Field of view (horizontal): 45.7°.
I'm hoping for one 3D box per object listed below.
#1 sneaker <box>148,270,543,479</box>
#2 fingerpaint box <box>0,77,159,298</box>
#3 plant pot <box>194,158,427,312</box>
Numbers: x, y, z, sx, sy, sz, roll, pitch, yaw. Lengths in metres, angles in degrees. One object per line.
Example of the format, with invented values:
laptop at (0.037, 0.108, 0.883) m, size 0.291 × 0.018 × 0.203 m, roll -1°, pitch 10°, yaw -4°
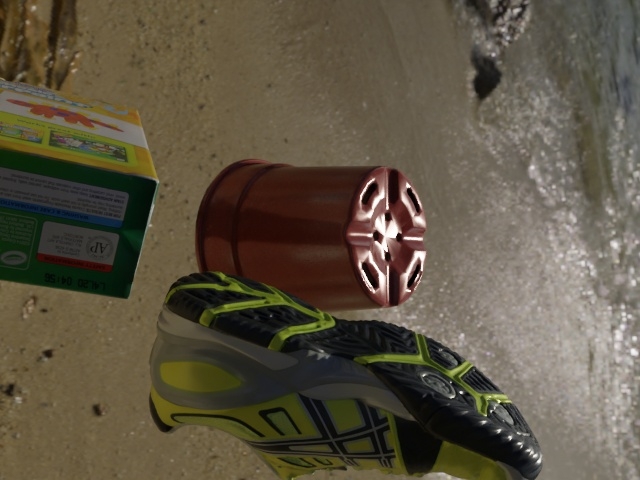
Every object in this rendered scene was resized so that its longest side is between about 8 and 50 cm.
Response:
sneaker at (0.023, 0.157, 0.724) m, size 0.145 × 0.384 × 0.147 m, roll -81°, pitch -167°, yaw -73°
fingerpaint box at (-0.450, -0.101, 0.935) m, size 0.444 × 0.371 × 0.163 m, roll 11°, pitch 108°, yaw -22°
plant pot at (0.000, 0.000, 1.147) m, size 0.272 × 0.265 × 0.272 m, roll 3°, pitch 86°, yaw -51°
